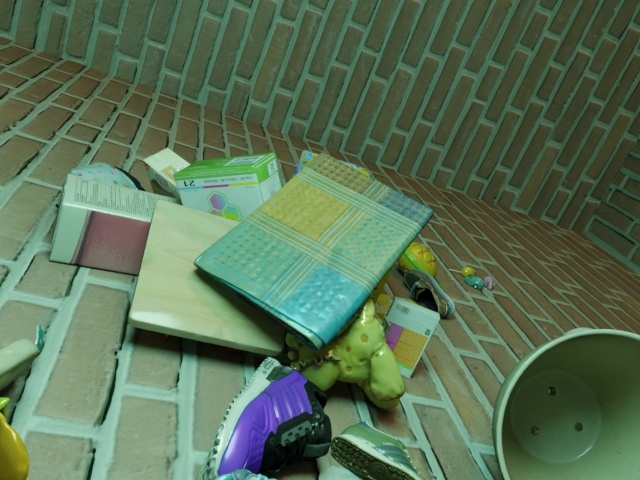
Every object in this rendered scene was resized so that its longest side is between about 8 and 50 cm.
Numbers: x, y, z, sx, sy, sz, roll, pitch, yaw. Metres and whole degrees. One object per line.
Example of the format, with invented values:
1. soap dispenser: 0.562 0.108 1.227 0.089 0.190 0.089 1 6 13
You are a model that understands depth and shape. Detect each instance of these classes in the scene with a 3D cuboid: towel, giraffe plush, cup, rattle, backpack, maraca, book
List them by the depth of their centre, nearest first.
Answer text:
1. rattle: -0.368 0.192 0.733 0.143 0.130 0.200 33 -7 -3
2. cup: 0.432 0.311 0.979 0.331 0.331 0.237 24 -5 5
3. giraffe plush: 0.034 0.211 1.007 0.171 0.210 0.181 -17 47 -8
4. towel: 0.000 0.000 1.046 0.272 0.040 0.370 31 54 19
5. book: 0.164 0.193 1.172 0.096 0.144 0.035 23 20 -1
6. backpack: -0.488 -0.102 1.287 0.152 0.115 0.182 30 24 13
7. maraca: 0.290 0.077 1.682 0.185 0.099 0.127 46 15 -7

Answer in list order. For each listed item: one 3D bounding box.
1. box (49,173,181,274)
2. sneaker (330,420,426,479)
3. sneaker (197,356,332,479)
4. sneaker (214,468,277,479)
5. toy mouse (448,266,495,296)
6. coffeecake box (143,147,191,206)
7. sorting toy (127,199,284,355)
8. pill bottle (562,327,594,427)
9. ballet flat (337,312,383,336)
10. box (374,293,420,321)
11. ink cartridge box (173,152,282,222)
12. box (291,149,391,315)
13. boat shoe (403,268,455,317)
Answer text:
1. box: -0.399 -0.025 1.162 0.233 0.126 0.148 12 22 -25
2. sneaker: 0.115 0.334 0.874 0.192 0.064 0.086 28 25 25
3. sneaker: -0.056 0.267 0.814 0.146 0.102 0.293 25 20 6
4. sneaker: -0.055 0.306 0.655 0.283 0.110 0.122 2 52 -46
5. toy mouse: 0.513 0.128 1.869 0.161 0.031 0.143 11 23 -28
6. coffeecake box: -0.317 -0.096 1.336 0.068 0.185 0.142 -36 54 -28
7. sorting toy: -0.197 0.081 1.051 0.257 0.089 0.255 16 48 -19
8. pill bottle: 0.607 0.314 1.278 0.182 0.181 0.323 24 19 4
9. ballet flat: 0.073 0.173 1.227 0.231 0.077 0.077 16 20 -19
10. box: 0.176 0.171 1.393 0.179 0.043 0.105 11 22 -22
11. ink cartridge box: -0.166 -0.038 1.202 0.189 0.255 0.097 -2 23 23
12. box: 0.029 -0.010 1.336 0.177 0.289 0.279 11 24 -30
13. boat shoe: 0.277 0.134 1.556 0.066 0.066 0.183 3 28 -40
